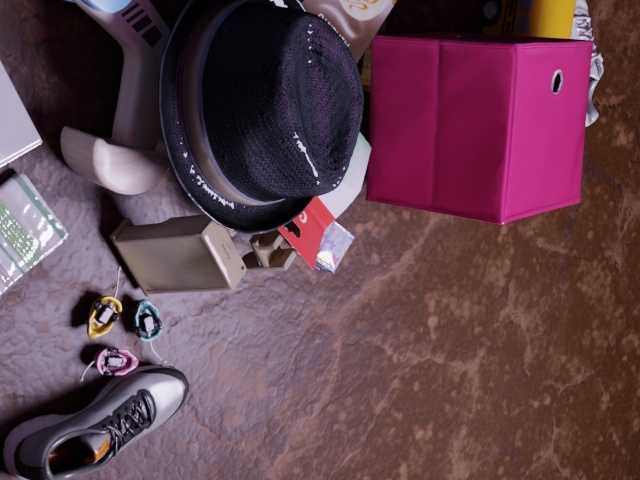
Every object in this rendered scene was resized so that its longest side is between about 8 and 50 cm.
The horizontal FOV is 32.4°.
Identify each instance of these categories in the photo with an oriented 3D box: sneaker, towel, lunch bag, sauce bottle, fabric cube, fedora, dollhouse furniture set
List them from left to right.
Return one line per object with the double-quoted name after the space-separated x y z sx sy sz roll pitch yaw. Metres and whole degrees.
-0.406 0.000 1.391 0.152 0.023 0.113 -43 121 -21 "towel"
-0.286 0.256 1.489 0.271 0.108 0.100 -26 113 -34 "sneaker"
-0.151 -0.042 1.541 0.242 0.161 0.212 -57 132 -43 "dollhouse furniture set"
-0.047 -0.169 1.382 0.334 0.152 0.334 -7 100 -45 "fedora"
0.000 0.000 1.698 0.083 0.053 0.071 40 73 -28 "lunch bag"
0.087 -0.292 1.710 0.042 0.042 0.128 2 97 -39 "sauce bottle"
0.244 -0.184 1.693 0.254 0.259 0.258 -13 109 -50 "fabric cube"
0.448 -0.338 1.944 0.110 0.118 0.292 -8 104 -36 "sneaker"

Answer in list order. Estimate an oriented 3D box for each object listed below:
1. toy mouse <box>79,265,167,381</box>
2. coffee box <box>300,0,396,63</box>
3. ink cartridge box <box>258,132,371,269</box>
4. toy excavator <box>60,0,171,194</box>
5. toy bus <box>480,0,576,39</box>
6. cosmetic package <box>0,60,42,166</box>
-0.270 0.134 1.522 0.143 0.031 0.161 35 77 -38 "toy mouse"
0.030 -0.369 1.607 0.141 0.098 0.246 41 74 -37 "coffee box"
-0.007 -0.099 1.572 0.181 0.056 0.224 50 42 -43 "ink cartridge box"
-0.249 -0.329 1.339 0.433 0.222 0.445 -57 137 -12 "toy excavator"
0.341 -0.314 1.851 0.108 0.130 0.332 2 98 -39 "toy bus"
-0.470 -0.237 1.170 0.155 0.197 0.365 -36 119 -28 "cosmetic package"
